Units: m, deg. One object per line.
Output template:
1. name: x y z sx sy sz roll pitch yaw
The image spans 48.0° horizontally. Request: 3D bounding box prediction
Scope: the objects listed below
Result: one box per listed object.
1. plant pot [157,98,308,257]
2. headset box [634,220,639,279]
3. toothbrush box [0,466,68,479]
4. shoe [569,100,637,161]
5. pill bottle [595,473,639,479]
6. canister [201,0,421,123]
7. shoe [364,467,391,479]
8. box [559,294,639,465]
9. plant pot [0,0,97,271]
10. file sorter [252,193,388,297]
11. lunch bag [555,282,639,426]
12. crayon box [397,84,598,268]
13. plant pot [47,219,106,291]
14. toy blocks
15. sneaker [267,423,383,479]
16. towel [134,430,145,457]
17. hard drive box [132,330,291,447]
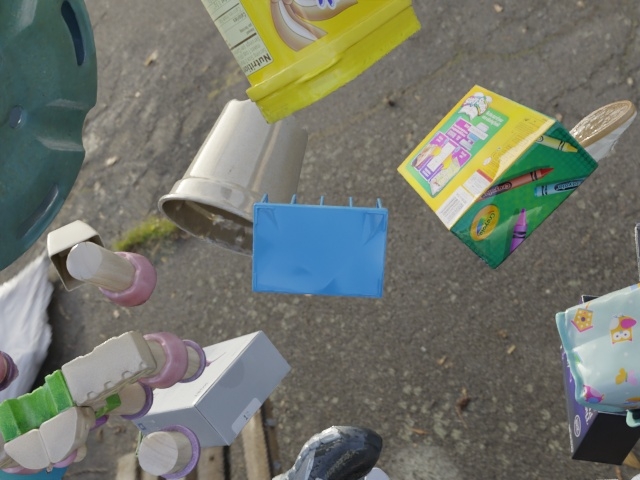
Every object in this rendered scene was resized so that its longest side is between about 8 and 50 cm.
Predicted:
1. plant pot: -0.176 -0.157 1.732 0.333 0.334 0.306 4 67 41
2. headset box: 0.423 0.022 0.547 0.246 0.131 0.283 -21 17 -28
3. toothbrush box: -0.510 0.380 0.974 0.216 0.126 0.296 2 54 31
4. shoe: 0.473 -0.170 1.276 0.219 0.058 0.077 -39 23 47
5. pill bottle: 0.573 0.443 1.109 0.283 0.161 0.161 -14 55 39
6. canister: -0.026 -0.169 0.406 0.073 0.170 0.126 -17 20 43
7. shoe: 0.161 0.573 1.565 0.063 0.081 0.178 -37 74 -10
8. box: 0.538 0.264 1.376 0.103 0.184 0.261 4 47 7
9. plant pot: -0.374 -0.130 0.520 0.334 0.341 0.341 16 72 13
10. file sorter: 0.000 0.000 0.969 0.170 0.118 0.104 3 17 1
11. lunch bag: 0.486 0.154 0.982 0.223 0.262 0.160 -26 55 34
12. crayon box: 0.208 -0.093 0.913 0.165 0.081 0.278 -47 18 11
13. plant pot: -0.518 0.022 1.527 0.109 0.109 0.096 -27 46 -18
14. toy blocks: -0.265 0.209 0.847 0.288 0.260 0.309 -30 73 2
15. sneaker: -0.005 0.303 0.778 0.229 0.086 0.132 -49 26 35
16. towel: -0.302 0.362 1.365 0.027 0.148 0.110 5 72 17
17. hard drive box: -0.191 0.260 1.226 0.232 0.089 0.181 -23 18 48
